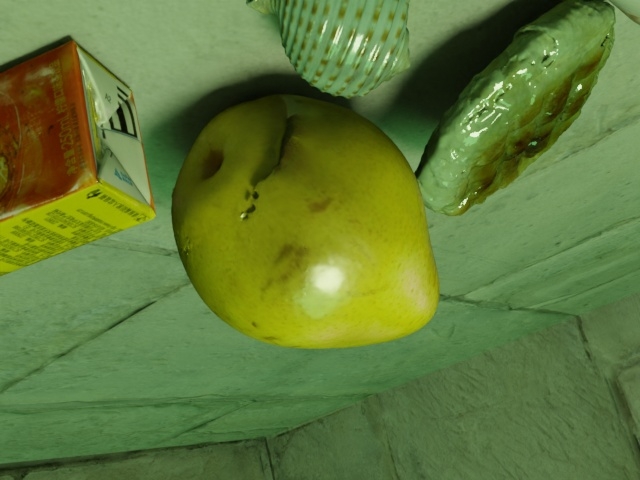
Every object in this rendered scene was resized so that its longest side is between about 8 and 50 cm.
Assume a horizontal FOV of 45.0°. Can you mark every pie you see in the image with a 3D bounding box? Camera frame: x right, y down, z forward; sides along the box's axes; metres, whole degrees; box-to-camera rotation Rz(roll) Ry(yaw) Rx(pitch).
[{"bbox_3d":[0.226,-0.140,0.886,0.306,0.071,0.306,-33,160,-13],"label":"pie"}]

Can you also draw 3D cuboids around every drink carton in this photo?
[{"bbox_3d":[-0.343,-0.040,0.728,0.351,0.154,0.111,-19,159,11],"label":"drink carton"}]

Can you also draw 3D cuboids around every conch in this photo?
[{"bbox_3d":[0.024,-0.191,0.685,0.153,0.102,0.135,6,136,-43],"label":"conch"}]

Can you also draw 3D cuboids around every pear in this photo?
[{"bbox_3d":[-0.004,-0.012,0.868,0.285,0.285,0.336,-26,157,27],"label":"pear"}]

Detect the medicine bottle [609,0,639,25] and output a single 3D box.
[{"bbox_3d":[0.244,-0.260,0.557,0.165,0.165,0.273,-30,156,35],"label":"medicine bottle"}]
